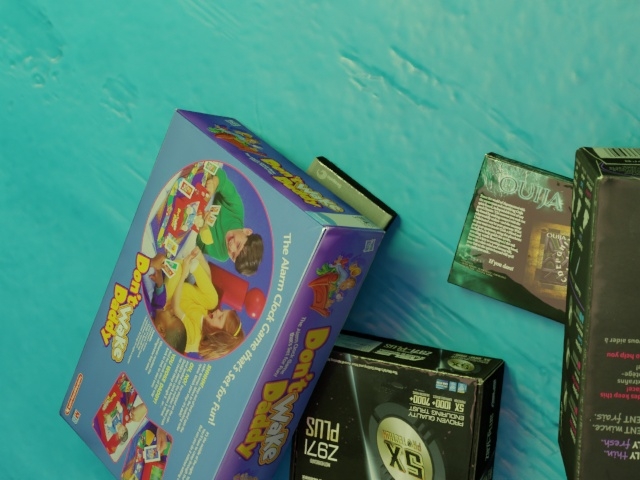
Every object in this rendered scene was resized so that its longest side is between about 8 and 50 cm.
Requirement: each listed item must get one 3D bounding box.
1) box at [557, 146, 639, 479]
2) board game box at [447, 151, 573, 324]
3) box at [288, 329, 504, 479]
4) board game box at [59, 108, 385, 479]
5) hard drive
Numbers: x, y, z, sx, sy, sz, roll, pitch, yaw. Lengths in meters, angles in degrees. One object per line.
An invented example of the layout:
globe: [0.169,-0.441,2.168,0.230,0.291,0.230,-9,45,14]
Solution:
box: [0.285,0.068,1.058,0.165,0.143,0.270,3,103,4]
board game box: [0.217,0.008,1.166,0.186,0.026,0.126,21,105,18]
box: [0.070,0.173,1.229,0.180,0.077,0.147,10,103,21]
board game box: [-0.106,0.084,1.241,0.233,0.078,0.347,39,113,38]
hard drive: [0.000,0.000,1.259,0.094,0.022,0.135,38,111,13]
